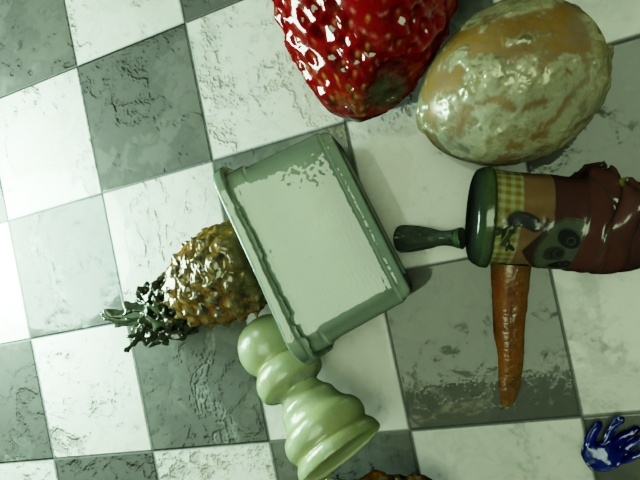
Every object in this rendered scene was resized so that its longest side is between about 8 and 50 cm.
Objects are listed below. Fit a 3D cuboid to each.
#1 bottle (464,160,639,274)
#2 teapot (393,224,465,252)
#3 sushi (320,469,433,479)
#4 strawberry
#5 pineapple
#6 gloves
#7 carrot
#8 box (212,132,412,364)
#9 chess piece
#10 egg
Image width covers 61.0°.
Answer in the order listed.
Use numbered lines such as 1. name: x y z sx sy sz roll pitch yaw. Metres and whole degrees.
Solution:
1. bottle: 0.327 -0.028 0.684 0.271 0.156 0.143 4 88 9
2. teapot: 0.161 -0.002 0.790 0.110 0.042 0.043 1 93 44
3. sushi: 0.074 0.548 0.799 0.417 0.176 0.418 1 93 20
4. strawberry: 0.051 -0.348 0.709 0.291 0.292 0.310 15 80 19
5. pineapple: -0.233 0.100 0.903 0.340 0.169 0.169 -28 83 21
6. gloves: 0.399 0.279 0.747 0.086 0.026 0.064 -35 79 18
7. carrot: 0.272 0.135 0.776 0.057 0.057 0.224 0 96 20
8. box: 0.000 0.000 0.811 0.182 0.175 0.312 -27 83 11
9. chess piece: -0.040 0.226 0.841 0.144 0.144 0.251 -48 62 16
10. egg: 0.239 -0.196 0.693 0.245 0.203 0.203 -23 85 31
